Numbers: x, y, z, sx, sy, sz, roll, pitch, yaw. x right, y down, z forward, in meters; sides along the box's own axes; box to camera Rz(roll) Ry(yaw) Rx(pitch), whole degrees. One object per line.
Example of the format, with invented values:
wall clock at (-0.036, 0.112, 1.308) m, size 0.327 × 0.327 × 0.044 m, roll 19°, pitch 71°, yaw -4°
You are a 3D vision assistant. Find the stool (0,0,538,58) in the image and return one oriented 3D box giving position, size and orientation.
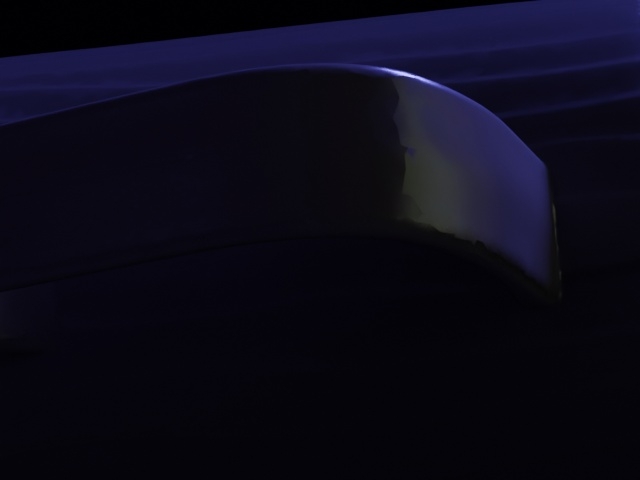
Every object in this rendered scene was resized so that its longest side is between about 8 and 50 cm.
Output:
stool at (0.000, 0.000, 0.970) m, size 0.330 × 0.297 × 0.297 m, roll 81°, pitch 0°, yaw -63°

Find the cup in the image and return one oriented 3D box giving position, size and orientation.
cup at (-0.023, 0.014, 0.602) m, size 0.288 × 0.273 × 0.208 m, roll 77°, pitch 11°, yaw -45°
